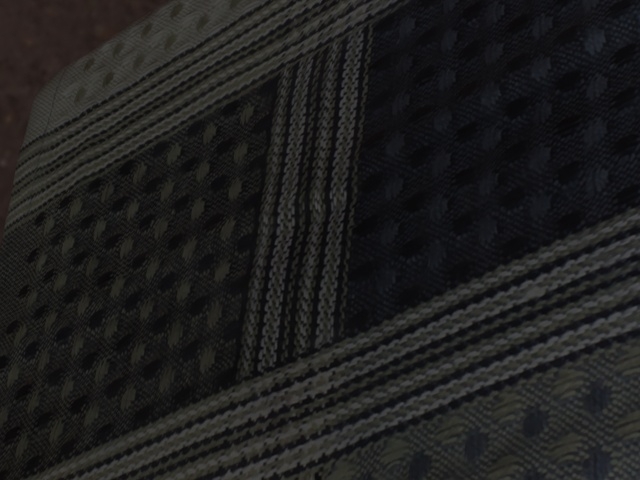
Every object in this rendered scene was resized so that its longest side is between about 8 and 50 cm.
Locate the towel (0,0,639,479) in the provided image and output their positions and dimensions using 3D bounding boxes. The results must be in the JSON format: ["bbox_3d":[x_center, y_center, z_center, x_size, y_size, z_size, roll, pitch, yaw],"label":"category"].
[{"bbox_3d":[0.000,0.000,0.532,0.324,0.312,0.056,-25,131,34],"label":"towel"}]
